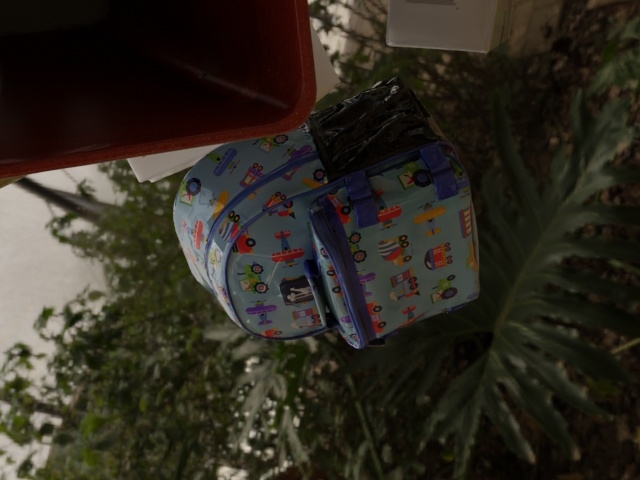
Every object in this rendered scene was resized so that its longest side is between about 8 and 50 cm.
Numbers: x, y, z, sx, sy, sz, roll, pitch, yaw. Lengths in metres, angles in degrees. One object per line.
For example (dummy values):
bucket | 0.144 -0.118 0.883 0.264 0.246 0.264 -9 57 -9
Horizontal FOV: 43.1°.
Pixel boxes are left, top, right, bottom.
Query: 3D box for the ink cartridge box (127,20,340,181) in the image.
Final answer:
ink cartridge box | -0.118 -0.189 0.658 0.172 0.237 0.100 -18 15 34

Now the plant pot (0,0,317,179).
plant pot | -0.180 -0.179 0.378 0.236 0.267 0.267 -146 47 -62

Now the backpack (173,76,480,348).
backpack | 0.001 -0.002 0.521 0.158 0.173 0.117 79 168 -44

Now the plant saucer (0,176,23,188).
plant saucer | -0.358 -0.132 0.544 0.081 0.332 0.333 20 136 48

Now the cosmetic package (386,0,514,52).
cosmetic package | 0.121 -0.225 0.686 0.231 0.085 0.117 -43 -41 -65
